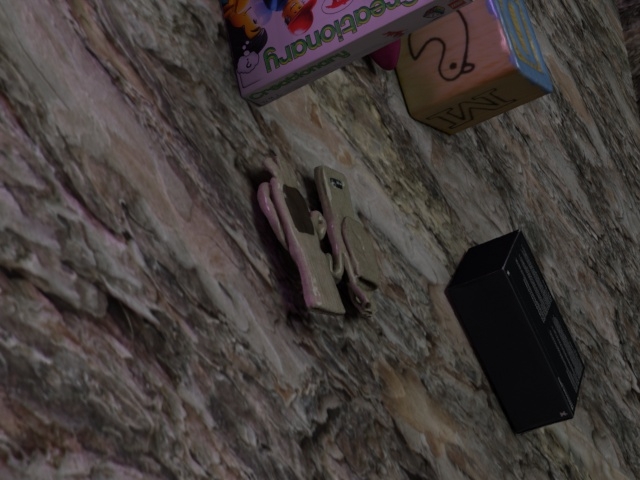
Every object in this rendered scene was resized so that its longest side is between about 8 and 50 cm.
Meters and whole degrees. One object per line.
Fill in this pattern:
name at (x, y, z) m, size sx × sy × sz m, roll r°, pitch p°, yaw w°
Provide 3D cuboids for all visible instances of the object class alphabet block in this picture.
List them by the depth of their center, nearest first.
alphabet block at (0.244, -0.307, 2.207) m, size 0.193 × 0.197 × 0.192 m, roll 15°, pitch 56°, yaw -61°

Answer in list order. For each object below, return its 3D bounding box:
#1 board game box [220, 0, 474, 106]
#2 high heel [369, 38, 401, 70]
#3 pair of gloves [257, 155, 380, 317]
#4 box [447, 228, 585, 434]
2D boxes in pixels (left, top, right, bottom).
board game box at (0.019, -0.310, 1.600) m, size 0.053 × 0.305 × 0.193 m, roll 18°, pitch 54°, yaw -57°
high heel at (0.041, -0.347, 1.993) m, size 0.117 × 0.082 × 0.244 m, roll -42°, pitch 125°, yaw -35°
pair of gloves at (0.000, 0.000, 1.622) m, size 0.240 × 0.042 × 0.204 m, roll 5°, pitch 62°, yaw -66°
box at (0.310, 0.140, 2.079) m, size 0.261 × 0.103 × 0.184 m, roll 64°, pitch 21°, yaw -11°
